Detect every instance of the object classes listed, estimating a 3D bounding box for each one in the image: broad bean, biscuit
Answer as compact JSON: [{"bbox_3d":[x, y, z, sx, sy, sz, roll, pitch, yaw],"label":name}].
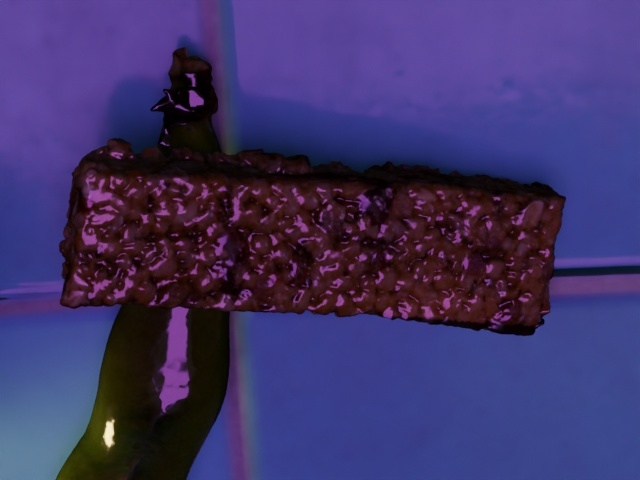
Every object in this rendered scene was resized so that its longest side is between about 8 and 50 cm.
[{"bbox_3d":[-0.072,0.068,0.695,0.060,0.043,0.298,18,108,2],"label":"broad bean"},{"bbox_3d":[0.000,0.000,0.649,0.199,0.034,0.064,4,104,-16],"label":"biscuit"}]
